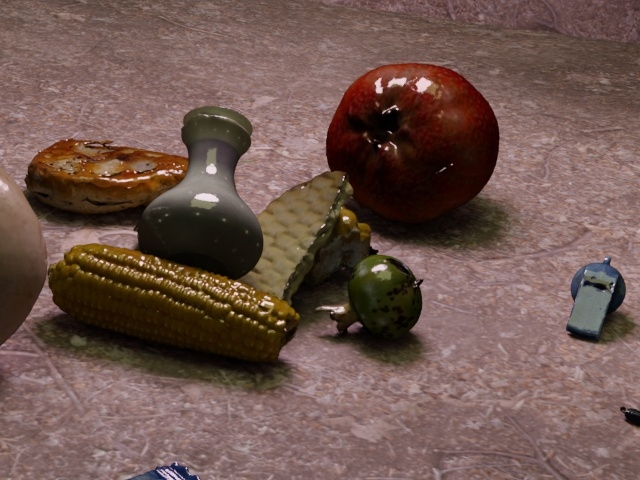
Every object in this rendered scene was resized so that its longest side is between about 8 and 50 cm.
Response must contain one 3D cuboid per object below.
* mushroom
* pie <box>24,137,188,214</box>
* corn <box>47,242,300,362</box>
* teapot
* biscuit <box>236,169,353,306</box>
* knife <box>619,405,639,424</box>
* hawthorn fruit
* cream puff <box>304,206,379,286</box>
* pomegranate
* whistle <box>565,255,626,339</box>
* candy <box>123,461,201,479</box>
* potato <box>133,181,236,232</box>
[{"bbox_3d":[-0.488,0.019,1.730,0.297,0.297,0.290,11,0,13],"label":"mushroom"},{"bbox_3d":[-0.365,-0.112,2.261,0.308,0.085,0.308,2,20,-1],"label":"pie"},{"bbox_3d":[-0.207,0.084,1.804,0.363,0.120,0.120,12,24,13],"label":"corn"},{"bbox_3d":[-0.164,-0.067,1.916,0.183,0.183,0.251,6,61,1],"label":"teapot"},{"bbox_3d":[-0.065,0.011,1.956,0.187,0.036,0.273,1,52,45],"label":"biscuit"},{"bbox_3d":[0.445,0.242,1.712,0.121,0.018,0.031,17,24,29],"label":"knife"},{"bbox_3d":[0.181,-0.176,2.331,0.285,0.284,0.369,17,17,25],"label":"hawthorn fruit"},{"bbox_3d":[-0.001,0.000,2.041,0.156,0.121,0.156,-1,25,0],"label":"cream puff"},{"bbox_3d":[0.073,0.088,1.878,0.161,0.122,0.122,-23,25,2],"label":"pomegranate"},{"bbox_3d":[0.417,0.090,2.003,0.090,0.090,0.158,15,64,20],"label":"whistle"},{"bbox_3d":[-0.223,0.311,1.332,0.331,0.077,0.187,-16,38,-39],"label":"candy"},{"bbox_3d":[-0.188,-0.040,2.092,0.117,0.182,0.202,47,15,0],"label":"potato"}]
